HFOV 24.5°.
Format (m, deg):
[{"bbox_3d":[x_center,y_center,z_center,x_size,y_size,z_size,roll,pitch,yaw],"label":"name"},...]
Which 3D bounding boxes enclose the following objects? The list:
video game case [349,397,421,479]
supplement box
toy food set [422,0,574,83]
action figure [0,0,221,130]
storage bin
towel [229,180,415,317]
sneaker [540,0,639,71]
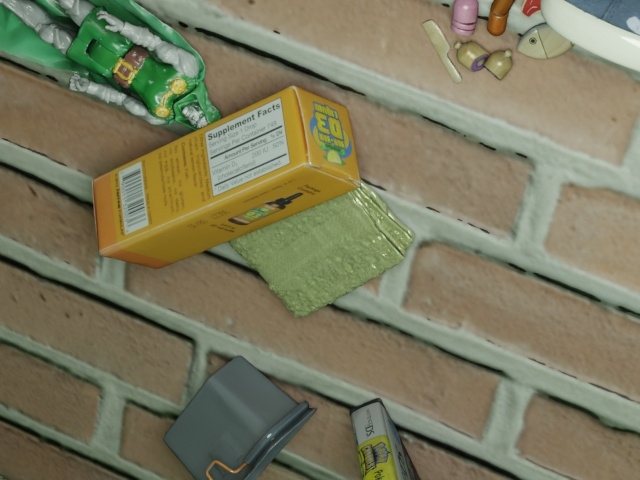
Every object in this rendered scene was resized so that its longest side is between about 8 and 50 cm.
[{"bbox_3d":[0.103,0.303,1.275,0.035,0.248,0.274,-25,108,5],"label":"video game case"},{"bbox_3d":[-0.082,-0.048,1.237,0.233,0.078,0.080,-19,68,32],"label":"supplement box"},{"bbox_3d":[0.138,-0.161,1.119,0.122,0.019,0.078,-21,108,32],"label":"toy food set"},{"bbox_3d":[-0.180,-0.163,1.240,0.232,0.063,0.137,33,123,-1],"label":"action figure"},{"bbox_3d":[-0.086,0.180,1.382,0.091,0.098,0.135,43,127,9],"label":"storage bin"},{"bbox_3d":[0.000,0.000,1.272,0.148,0.027,0.110,-35,101,34],"label":"towel"},{"bbox_3d":[0.324,-0.178,0.970,0.350,0.131,0.148,9,115,13],"label":"sneaker"}]
